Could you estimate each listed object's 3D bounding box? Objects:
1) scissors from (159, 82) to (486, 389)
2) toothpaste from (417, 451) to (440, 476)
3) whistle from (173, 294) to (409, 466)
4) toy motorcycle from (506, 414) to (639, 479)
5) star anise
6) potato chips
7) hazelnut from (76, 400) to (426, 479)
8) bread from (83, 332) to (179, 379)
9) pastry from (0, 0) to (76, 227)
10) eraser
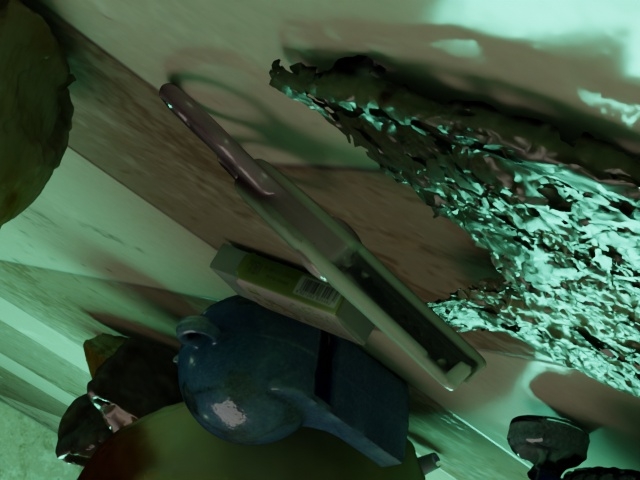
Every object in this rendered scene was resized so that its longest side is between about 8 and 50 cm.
[{"bbox_3d":[0.000,0.000,0.567,0.176,0.022,0.085,42,174,42],"label":"scissors"},{"bbox_3d":[0.012,0.184,1.110,0.170,0.045,0.028,-27,111,26],"label":"toothpaste"},{"bbox_3d":[-0.026,0.079,0.865,0.090,0.090,0.158,14,161,44],"label":"whistle"},{"bbox_3d":[0.160,0.171,0.803,0.169,0.113,0.315,19,159,-7],"label":"toy motorcycle"},{"bbox_3d":[-0.085,0.144,1.156,0.214,0.099,0.220,8,147,0],"label":"star anise"},{"bbox_3d":[0.081,0.012,0.537,0.202,0.029,0.220,23,164,19],"label":"potato chips"},{"bbox_3d":[-0.046,0.201,0.977,0.241,0.261,0.261,1,151,47],"label":"hazelnut"},{"bbox_3d":[-0.149,0.123,1.272,0.136,0.054,0.154,43,140,28],"label":"bread"},{"bbox_3d":[-0.194,-0.073,0.628,0.192,0.093,0.182,26,168,7],"label":"pastry"},{"bbox_3d":[-0.014,0.026,0.787,0.083,0.019,0.038,19,164,34],"label":"eraser"}]
